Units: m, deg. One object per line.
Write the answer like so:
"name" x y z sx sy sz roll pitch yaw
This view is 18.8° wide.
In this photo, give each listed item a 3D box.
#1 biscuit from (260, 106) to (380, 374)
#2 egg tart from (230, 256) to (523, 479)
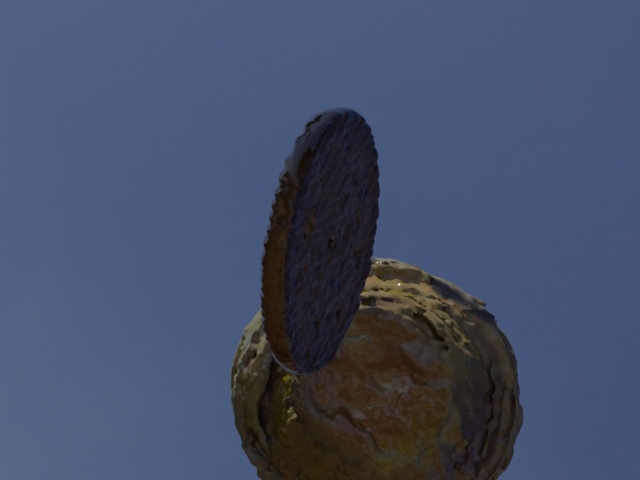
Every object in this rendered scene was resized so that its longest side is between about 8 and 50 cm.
"biscuit" -0.001 0.000 1.332 0.027 0.188 0.188 11 -41 19
"egg tart" 0.064 0.172 2.230 0.352 0.352 0.150 36 -11 11
